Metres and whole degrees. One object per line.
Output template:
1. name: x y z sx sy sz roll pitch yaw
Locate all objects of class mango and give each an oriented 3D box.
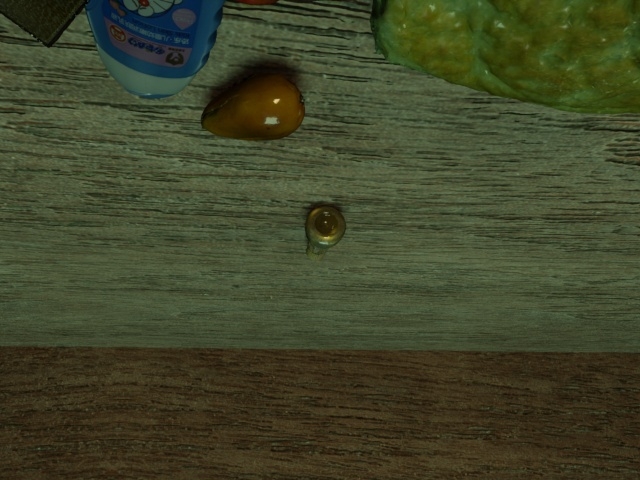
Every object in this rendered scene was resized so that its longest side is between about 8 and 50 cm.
1. mango: -0.091 -0.184 0.714 0.159 0.084 0.105 7 179 35

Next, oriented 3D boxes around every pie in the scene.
1. pie: 0.273 -0.252 0.473 0.395 0.180 0.418 16 158 -30

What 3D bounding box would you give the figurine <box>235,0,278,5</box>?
1. figurine: -0.012 -0.281 0.402 0.173 0.173 0.173 0 155 0

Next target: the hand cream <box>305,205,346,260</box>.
1. hand cream: 0.000 0.000 1.114 0.084 0.083 0.203 2 160 -6

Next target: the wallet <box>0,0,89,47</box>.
1. wallet: -0.337 -0.294 0.465 0.133 0.039 0.243 -14 139 43

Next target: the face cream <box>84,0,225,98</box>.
1. face cream: -0.185 -0.253 0.554 0.149 0.083 0.264 19 151 -14
